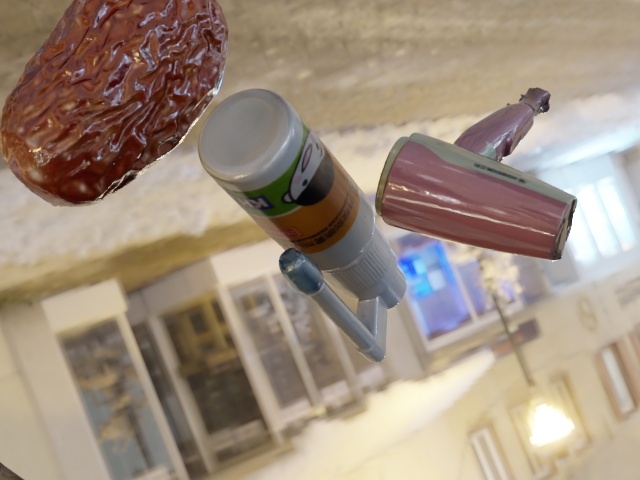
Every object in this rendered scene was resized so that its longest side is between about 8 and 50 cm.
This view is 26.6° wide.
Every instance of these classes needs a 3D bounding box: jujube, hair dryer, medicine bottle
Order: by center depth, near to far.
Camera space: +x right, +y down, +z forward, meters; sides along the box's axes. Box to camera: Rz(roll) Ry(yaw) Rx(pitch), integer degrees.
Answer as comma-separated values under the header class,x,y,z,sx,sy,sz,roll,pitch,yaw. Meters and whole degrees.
class,x,y,z,sx,sy,sz,roll,pitch,yaw
hair dryer,0.104,-0.051,0.780,0.106,0.054,0.154,15,-140,16
medicine bottle,0.000,0.000,0.828,0.061,0.092,0.221,-8,152,22
jujube,-0.138,-0.102,0.905,0.176,0.109,0.112,-54,-144,-9

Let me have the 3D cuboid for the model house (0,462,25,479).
class,x,y,z,sx,sy,sz,roll,pitch,yaw
model house,-0.340,0.345,0.908,0.343,0.334,0.382,-60,-179,-40
